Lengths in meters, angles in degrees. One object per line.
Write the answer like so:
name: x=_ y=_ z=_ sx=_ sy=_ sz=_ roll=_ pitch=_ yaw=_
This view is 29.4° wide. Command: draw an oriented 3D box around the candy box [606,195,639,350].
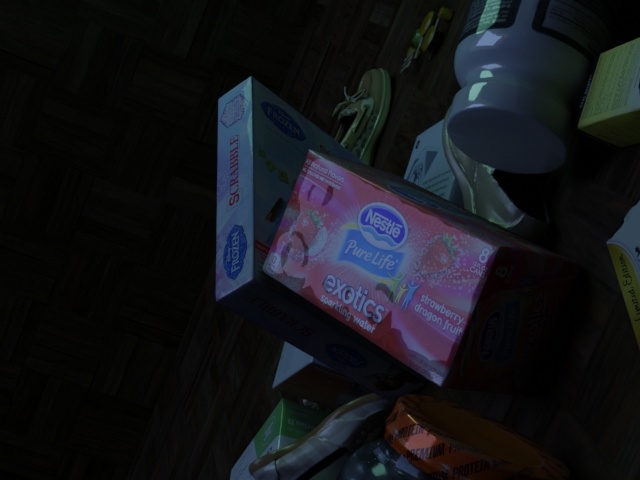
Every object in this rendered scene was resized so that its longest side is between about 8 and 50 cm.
candy box: x=0.317 y=-0.027 z=0.918 sx=0.159 sy=0.071 sz=0.233 roll=-90 pitch=23 yaw=-55

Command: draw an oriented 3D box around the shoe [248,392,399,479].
shoe: x=0.013 y=0.268 z=1.584 sx=0.058 sy=0.219 sz=0.076 roll=62 pitch=-176 yaw=27

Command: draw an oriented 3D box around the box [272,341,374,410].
box: x=0.026 y=0.167 z=1.686 sx=0.170 sy=0.130 sz=0.091 roll=136 pitch=153 yaw=-63

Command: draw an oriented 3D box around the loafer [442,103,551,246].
loafer: x=0.210 y=-0.076 z=1.388 sx=0.092 sy=0.102 sz=0.269 roll=-44 pitch=39 yaw=37

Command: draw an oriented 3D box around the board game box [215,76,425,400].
board game box: x=0.000 y=0.000 z=1.539 sx=0.066 sy=0.318 sz=0.318 roll=-29 pitch=45 yaw=30

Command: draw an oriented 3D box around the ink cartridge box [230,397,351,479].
ink cartridge box: x=-0.057 y=0.421 z=1.665 sx=0.353 sy=0.119 sz=0.207 roll=-85 pitch=21 yaw=-47

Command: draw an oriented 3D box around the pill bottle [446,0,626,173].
pill bottle: x=0.235 y=-0.222 z=1.311 sx=0.278 sy=0.162 sz=0.162 roll=-70 pitch=12 yaw=-21

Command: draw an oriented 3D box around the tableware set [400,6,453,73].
tableware set: x=0.184 y=-0.347 z=2.071 sx=0.154 sy=0.024 sz=0.104 roll=137 pitch=154 yaw=-65

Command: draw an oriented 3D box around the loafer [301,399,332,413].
loafer: x=-0.001 y=0.239 z=1.869 sx=0.056 sy=0.050 sz=0.148 roll=-102 pitch=34 yaw=-67

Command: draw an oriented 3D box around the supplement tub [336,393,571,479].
supplement tub: x=0.078 y=0.321 z=1.068 sx=0.207 sy=0.207 sz=0.338 roll=-129 pitch=61 yaw=-75

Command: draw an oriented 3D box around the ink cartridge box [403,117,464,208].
ink cartridge box: x=0.159 y=-0.064 z=1.681 sx=0.223 sy=0.045 sz=0.224 roll=150 pitch=139 yaw=-70

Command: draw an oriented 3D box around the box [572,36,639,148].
box: x=0.317 y=-0.145 z=1.125 sx=0.232 sy=0.058 sz=0.087 roll=164 pitch=126 yaw=-75

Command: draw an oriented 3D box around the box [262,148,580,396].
box: x=0.098 y=0.029 z=1.281 sx=0.300 sy=0.142 sz=0.154 roll=32 pitch=104 yaw=45

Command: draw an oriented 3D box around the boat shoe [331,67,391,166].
boat shoe: x=0.057 y=-0.194 z=2.199 sx=0.104 sy=0.089 sz=0.285 roll=136 pitch=151 yaw=-64
